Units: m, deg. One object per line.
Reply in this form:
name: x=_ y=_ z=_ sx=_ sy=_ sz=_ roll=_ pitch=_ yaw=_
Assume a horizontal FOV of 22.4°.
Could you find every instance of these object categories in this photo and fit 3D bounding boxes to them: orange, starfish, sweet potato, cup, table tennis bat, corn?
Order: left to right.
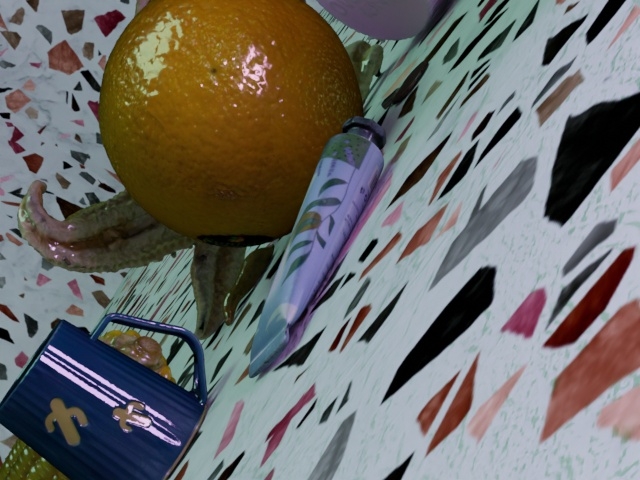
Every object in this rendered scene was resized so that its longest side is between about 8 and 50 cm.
corn: x=-0.260 y=0.233 z=1.639 sx=0.363 sy=0.120 sz=0.120 roll=-54 pitch=7 yaw=27
cup: x=-0.190 y=0.140 z=1.463 sx=0.176 sy=0.155 sz=0.131 roll=-57 pitch=9 yaw=-10
starfish: x=-0.130 y=-0.116 z=1.770 sx=0.082 sy=0.324 sz=0.432 roll=-1 pitch=56 yaw=62
orange: x=-0.087 y=-0.125 z=1.600 sx=0.274 sy=0.274 sz=0.274 roll=-53 pitch=8 yaw=11
sweet potato: x=-0.080 y=0.042 z=1.707 sx=0.115 sy=0.026 sz=0.026 roll=-58 pitch=9 yaw=-34
table tennis bat: x=0.084 y=-0.155 z=1.640 sx=0.050 sy=0.007 sz=0.083 roll=-60 pitch=11 yaw=-31

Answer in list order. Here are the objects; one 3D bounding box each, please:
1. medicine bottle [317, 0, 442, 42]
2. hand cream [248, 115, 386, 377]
medicine bottle: x=0.112 y=-0.384 z=1.829 sx=0.290 sy=0.178 sz=0.178 roll=-58 pitch=9 yaw=-27
hand cream: x=0.000 y=0.000 z=1.362 sx=0.088 sy=0.055 sz=0.256 roll=-43 pitch=20 yaw=54
